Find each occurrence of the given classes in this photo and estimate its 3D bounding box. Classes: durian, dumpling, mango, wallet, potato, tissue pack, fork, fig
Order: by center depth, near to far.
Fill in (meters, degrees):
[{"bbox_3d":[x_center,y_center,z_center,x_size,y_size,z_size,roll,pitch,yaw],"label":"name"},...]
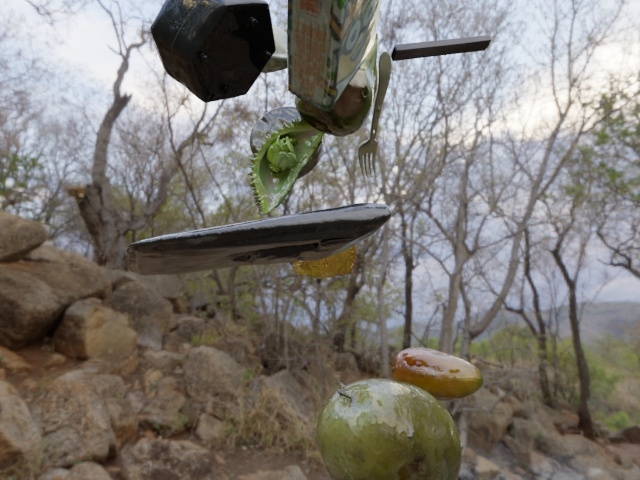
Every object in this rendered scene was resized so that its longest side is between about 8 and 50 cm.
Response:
[{"bbox_3d":[-0.067,0.003,0.533,0.245,0.052,0.169,-9,-5,-21],"label":"wallet"},{"bbox_3d":[0.081,-0.187,0.804,0.034,0.028,0.219,-10,-41,-11],"label":"fork"},{"bbox_3d":[0.126,0.407,1.027,0.219,0.269,0.359,1,-22,40],"label":"potato"},{"bbox_3d":[0.031,-0.447,1.049,0.128,0.227,0.311,27,-21,8],"label":"tissue pack"},{"bbox_3d":[0.281,0.332,1.296,0.221,0.120,0.152,4,5,35],"label":"mango"},{"bbox_3d":[0.069,-0.398,1.307,0.206,0.275,0.206,30,-4,3],"label":"fig"},{"bbox_3d":[-0.141,-0.485,1.340,0.229,0.151,0.124,16,-59,-5],"label":"dumpling"},{"bbox_3d":[-0.091,-0.243,1.562,0.169,0.355,0.157,38,5,29],"label":"durian"}]

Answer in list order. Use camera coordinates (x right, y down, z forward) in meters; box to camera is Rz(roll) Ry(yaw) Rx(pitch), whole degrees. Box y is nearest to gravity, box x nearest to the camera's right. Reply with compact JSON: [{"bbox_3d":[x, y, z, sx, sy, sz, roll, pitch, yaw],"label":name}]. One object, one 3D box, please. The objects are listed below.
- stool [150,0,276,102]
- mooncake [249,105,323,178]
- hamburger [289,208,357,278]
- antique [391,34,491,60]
[{"bbox_3d":[-0.205,-0.396,1.037,0.141,0.232,0.232,41,-3,21],"label":"stool"},{"bbox_3d":[-0.131,-0.379,2.032,0.285,0.284,0.155,-2,-21,5],"label":"mooncake"},{"bbox_3d":[0.000,0.000,1.302,0.144,0.156,0.283,19,10,26],"label":"hamburger"},{"bbox_3d":[0.218,-0.348,0.948,0.192,0.015,0.031,-11,-18,-15],"label":"antique"}]
